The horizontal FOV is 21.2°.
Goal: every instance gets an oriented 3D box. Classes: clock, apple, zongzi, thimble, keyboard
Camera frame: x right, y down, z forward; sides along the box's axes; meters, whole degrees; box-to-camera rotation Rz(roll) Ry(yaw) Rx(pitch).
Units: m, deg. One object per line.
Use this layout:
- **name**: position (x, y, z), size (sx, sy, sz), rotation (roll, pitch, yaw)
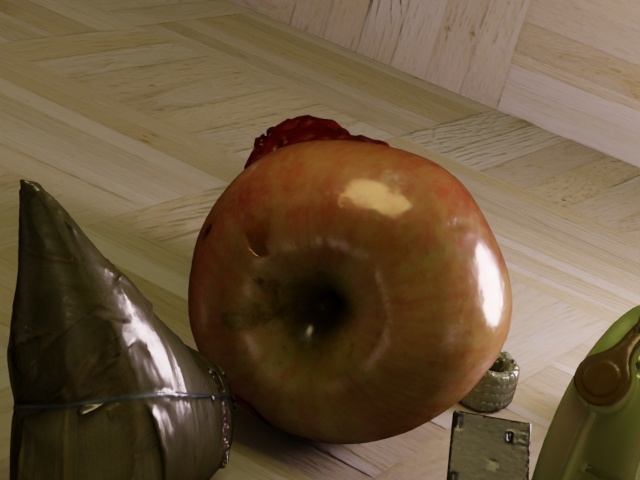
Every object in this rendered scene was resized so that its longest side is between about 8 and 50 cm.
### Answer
- **clock**: position (0.384, 0.210, 2.011), size (0.117, 0.348, 0.286), rotation (30, 24, 33)
- **apple**: position (0.043, 0.058, 2.118), size (0.391, 0.391, 0.346), rotation (21, 19, 13)
- **zongzi**: position (-0.206, 0.106, 1.802), size (0.174, 0.392, 0.356), rotation (-2, 9, 19)
- **thimble**: position (0.232, 0.191, 2.368), size (0.084, 0.062, 0.110), rotation (28, 23, 27)
- **keyboard**: position (0.184, 0.315, 1.891), size (0.106, 0.027, 0.317), rotation (12, 41, 0)

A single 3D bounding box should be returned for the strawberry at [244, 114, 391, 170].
- **strawberry**: position (0.000, 0.000, 2.431), size (0.317, 0.295, 0.345), rotation (49, 35, -13)
